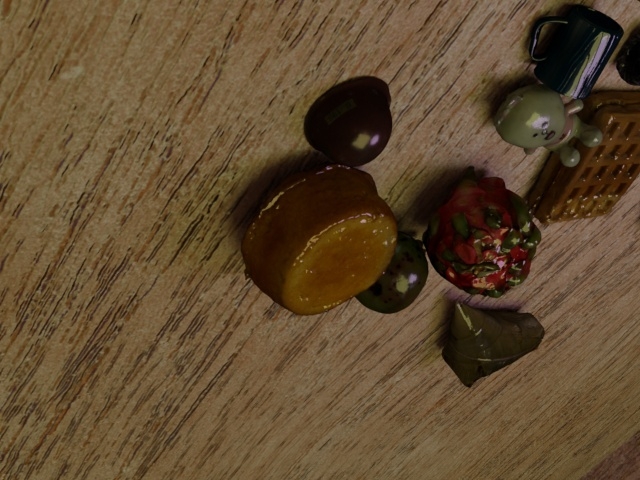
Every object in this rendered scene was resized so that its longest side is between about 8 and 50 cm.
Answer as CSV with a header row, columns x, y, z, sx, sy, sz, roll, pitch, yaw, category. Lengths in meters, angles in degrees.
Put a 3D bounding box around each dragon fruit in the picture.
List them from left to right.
x,y,z,sx,sy,sz,roll,pitch,yaw,category
0.345,-0.007,1.767,0.231,0.237,0.303,-56,164,17,dragon fruit

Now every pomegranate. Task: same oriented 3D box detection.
x,y,z,sx,sy,sz,roll,pitch,yaw,category
0.143,0.062,1.793,0.179,0.179,0.210,-38,173,11,pomegranate

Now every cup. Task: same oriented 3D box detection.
x,y,z,sx,sy,sz,roll,pitch,yaw,category
0.467,-0.351,1.560,0.150,0.113,0.138,-4,134,-32,cup

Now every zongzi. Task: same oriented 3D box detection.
x,y,z,sx,sy,sz,roll,pitch,yaw,category
0.459,0.213,2.186,0.274,0.145,0.300,-23,136,-16,zongzi

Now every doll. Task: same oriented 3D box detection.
x,y,z,sx,sy,sz,roll,pitch,yaw,category
0.434,-0.236,1.682,0.275,0.113,0.155,16,127,-35,doll

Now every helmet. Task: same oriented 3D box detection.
x,y,z,sx,sy,sz,roll,pitch,yaw,category
0.071,-0.195,1.489,0.175,0.106,0.155,-34,143,-2,helmet

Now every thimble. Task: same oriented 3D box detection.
x,y,z,sx,sy,sz,roll,pitch,yaw,category
0.648,-0.360,1.681,0.066,0.095,0.104,-3,150,-28,thimble

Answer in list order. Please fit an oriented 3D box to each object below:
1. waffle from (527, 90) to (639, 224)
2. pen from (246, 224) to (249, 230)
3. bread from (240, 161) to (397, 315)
x,y,z,sx,sy,sz,roll,pitch,yaw,category
0.614,-0.178,1.870,0.224,0.098,0.327,-5,135,-27,waffle
-0.069,0.001,1.687,0.204,0.025,0.025,20,121,-46,pen
0.004,-0.004,1.589,0.312,0.172,0.312,-26,141,-23,bread
